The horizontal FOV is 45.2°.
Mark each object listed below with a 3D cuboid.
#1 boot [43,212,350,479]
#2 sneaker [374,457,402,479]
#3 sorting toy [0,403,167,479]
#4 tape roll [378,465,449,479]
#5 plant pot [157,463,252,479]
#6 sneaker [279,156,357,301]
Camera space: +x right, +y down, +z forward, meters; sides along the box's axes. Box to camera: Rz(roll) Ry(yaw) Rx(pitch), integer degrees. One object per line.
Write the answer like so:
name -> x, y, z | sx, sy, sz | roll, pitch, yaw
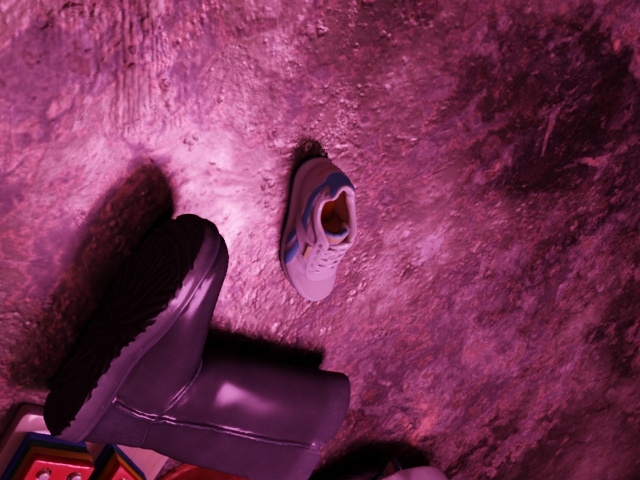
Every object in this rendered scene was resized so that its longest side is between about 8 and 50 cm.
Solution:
boot -> -0.110, 0.185, 1.122 | 0.445, 0.146, 0.367 | 27, 111, -37
sneaker -> 0.129, 0.492, 1.531 | 0.058, 0.052, 0.135 | -4, 120, -25
sorting toy -> -0.371, 0.390, 1.134 | 0.255, 0.089, 0.257 | 24, 104, -39
tape roll -> 0.100, 0.588, 1.502 | 0.391, 0.072, 0.392 | -22, 141, -19
plant pot -> -0.149, 0.539, 1.248 | 0.272, 0.265, 0.273 | -16, 125, -23
sneaker -> 0.000, 0.000, 1.110 | 0.087, 0.092, 0.229 | -14, 126, -26
